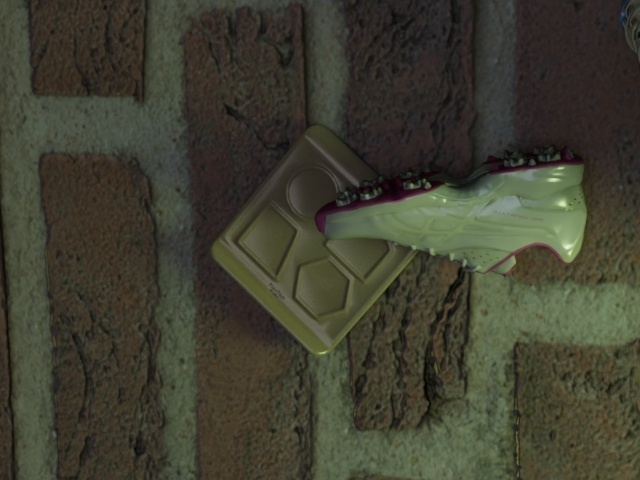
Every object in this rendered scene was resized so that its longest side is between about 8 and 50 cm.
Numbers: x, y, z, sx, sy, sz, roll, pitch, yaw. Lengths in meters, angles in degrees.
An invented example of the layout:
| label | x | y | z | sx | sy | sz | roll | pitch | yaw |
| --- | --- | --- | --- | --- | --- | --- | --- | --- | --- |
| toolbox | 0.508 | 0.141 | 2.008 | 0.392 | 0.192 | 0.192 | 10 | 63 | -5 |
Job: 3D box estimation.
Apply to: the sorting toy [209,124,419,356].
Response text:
| label | x | y | z | sx | sy | sz | roll | pitch | yaw |
| --- | --- | --- | --- | --- | --- | --- | --- | --- | --- |
| sorting toy | 0.000 | 0.000 | 2.096 | 0.193 | 0.038 | 0.208 | 43 | 104 | 9 |

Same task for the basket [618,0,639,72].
| label | x | y | z | sx | sy | sz | roll | pitch | yaw |
| --- | --- | --- | --- | --- | --- | --- | --- | --- | --- |
| basket | 0.430 | -0.221 | 1.777 | 0.254 | 0.289 | 0.201 | -27 | 105 | 21 |

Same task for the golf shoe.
| label | x | y | z | sx | sy | sz | roll | pitch | yaw |
| --- | --- | --- | --- | --- | --- | --- | --- | --- | --- |
| golf shoe | 0.147 | -0.016 | 1.990 | 0.306 | 0.115 | 0.140 | -9 | 104 | 14 |
